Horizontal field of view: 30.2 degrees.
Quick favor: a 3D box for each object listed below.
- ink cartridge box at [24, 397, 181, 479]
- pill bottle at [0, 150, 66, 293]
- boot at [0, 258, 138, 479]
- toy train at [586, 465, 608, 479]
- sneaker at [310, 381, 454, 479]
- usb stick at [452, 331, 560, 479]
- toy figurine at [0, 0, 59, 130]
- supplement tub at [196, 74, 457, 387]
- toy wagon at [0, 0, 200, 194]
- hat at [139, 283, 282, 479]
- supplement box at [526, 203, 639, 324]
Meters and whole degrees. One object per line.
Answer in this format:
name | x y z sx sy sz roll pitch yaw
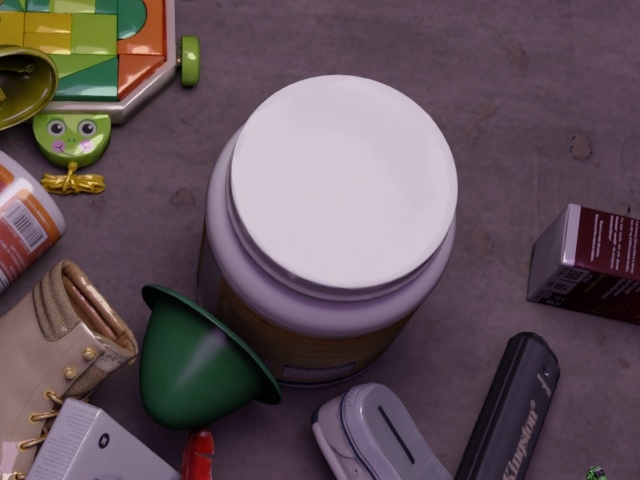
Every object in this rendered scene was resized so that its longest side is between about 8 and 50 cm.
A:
ink cartridge box | -0.208 0.284 1.054 0.045 0.223 0.224 14 67 29
pill bottle | -0.367 0.018 1.171 0.121 0.121 0.216 42 70 7
boot | -0.249 0.170 1.103 0.203 0.095 0.262 -35 67 12
toy train | 0.302 0.272 1.230 0.017 0.024 0.083 -21 75 -15
sneaker | 0.081 0.257 1.174 0.094 0.091 0.258 -33 97 -45
usb stick | 0.178 0.212 1.181 0.077 0.045 0.278 47 50 -22
toy figurine | -0.475 -0.169 1.193 0.362 0.191 0.217 -28 36 -15
supplement tub | 0.000 0.000 1.126 0.228 0.316 0.228 3 71 -8
toy wagon | -0.265 -0.219 1.299 0.267 0.068 0.345 0 70 -8
hat | -0.152 0.164 1.108 0.173 0.208 0.183 46 71 -17
supplement box | 0.355 0.039 1.265 0.239 0.130 0.073 12 69 -3
